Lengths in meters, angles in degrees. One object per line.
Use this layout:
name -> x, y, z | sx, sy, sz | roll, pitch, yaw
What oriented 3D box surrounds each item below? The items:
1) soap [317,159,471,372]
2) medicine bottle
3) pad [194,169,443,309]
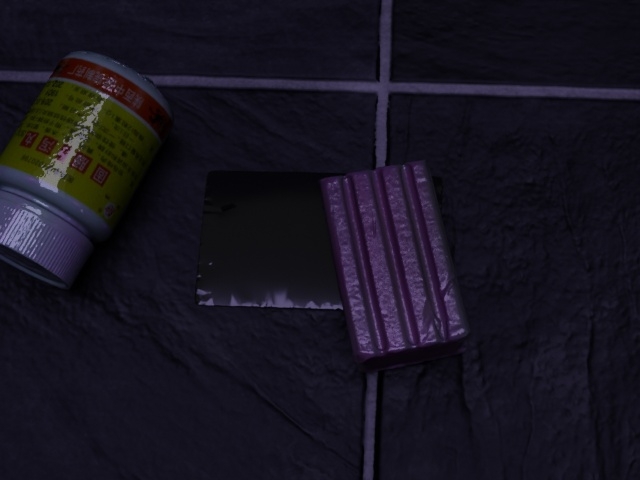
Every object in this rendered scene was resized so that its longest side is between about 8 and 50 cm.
soap -> 0.074, 0.025, 1.018 | 0.122, 0.065, 0.203 | -11, 70, 1
medicine bottle -> -0.262, -0.074, 1.039 | 0.139, 0.139, 0.225 | 24, 74, 10
pad -> 0.000, 0.000, 1.073 | 0.265, 0.009, 0.159 | 2, 71, 5
